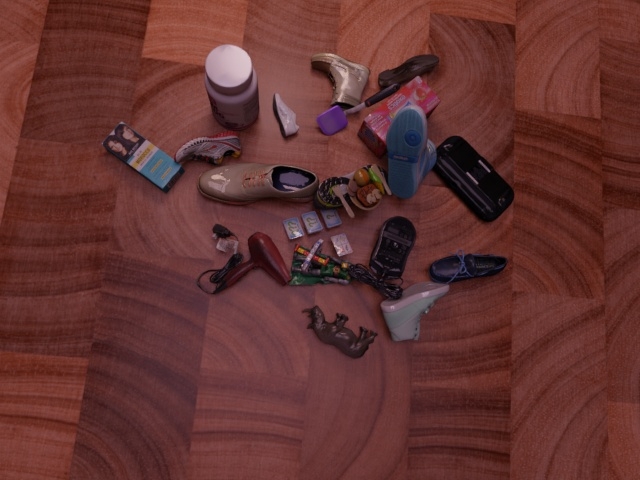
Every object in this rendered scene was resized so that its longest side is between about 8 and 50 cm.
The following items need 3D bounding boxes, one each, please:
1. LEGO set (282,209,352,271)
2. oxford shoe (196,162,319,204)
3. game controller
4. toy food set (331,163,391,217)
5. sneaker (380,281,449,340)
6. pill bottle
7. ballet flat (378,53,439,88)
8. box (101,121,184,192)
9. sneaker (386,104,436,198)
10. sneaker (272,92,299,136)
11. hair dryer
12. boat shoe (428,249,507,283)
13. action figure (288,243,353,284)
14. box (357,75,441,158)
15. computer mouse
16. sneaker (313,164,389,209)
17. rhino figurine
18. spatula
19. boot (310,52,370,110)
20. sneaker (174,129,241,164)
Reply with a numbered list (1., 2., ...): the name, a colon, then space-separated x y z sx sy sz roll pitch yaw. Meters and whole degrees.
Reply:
1. LEGO set: 0.000 0.000 1.515 0.182 0.060 0.244 -16 61 -11
2. oxford shoe: -0.197 -0.197 1.525 0.396 0.146 0.141 -3 81 -6
3. game controller: 0.525 -0.218 1.656 0.166 0.067 0.319 -41 87 -25
4. toy food set: 0.141 -0.159 1.498 0.192 0.038 0.133 -33 93 -28
5. sneaker: 0.313 0.230 1.542 0.255 0.094 0.151 -19 105 -22
6. pill bottle: -0.274 -0.472 1.497 0.160 0.283 0.161 1 79 -5
7. ballet flat: 0.312 -0.595 1.700 0.249 0.058 0.084 -28 48 -15
8. box: -0.568 -0.267 1.544 0.244 0.060 0.101 36 78 1
9. sneaker: 0.303 -0.314 1.536 0.127 0.319 0.208 23 48 21
10. sneaker: -0.120 -0.428 1.628 0.061 0.053 0.152 -19 88 -18
11. hair dryer: -0.227 0.080 1.519 0.293 0.080 0.224 12 84 9
12. boat shoe: 0.483 0.073 1.571 0.258 0.089 0.109 -11 70 -11
13. action figure: 0.023 0.093 1.543 0.232 0.063 0.137 11 76 -7
14. box: 0.263 -0.414 1.621 0.256 0.128 0.123 -40 86 -12
15. computer mouse: 0.216 0.046 1.554 0.188 0.072 0.272 26 70 6
16. sneaker: 0.101 -0.169 1.574 0.299 0.121 0.111 -14 84 -28
17. rhino figurine: 0.049 0.281 1.503 0.243 0.073 0.106 29 75 1
18. spatula: 0.130 -0.445 1.603 0.296 0.030 0.084 -24 119 17
19. boot: 0.052 -0.542 1.651 0.213 0.077 0.165 16 81 -3
20. sneaker: -0.358 -0.286 1.542 0.225 0.088 0.093 -20 89 -22
